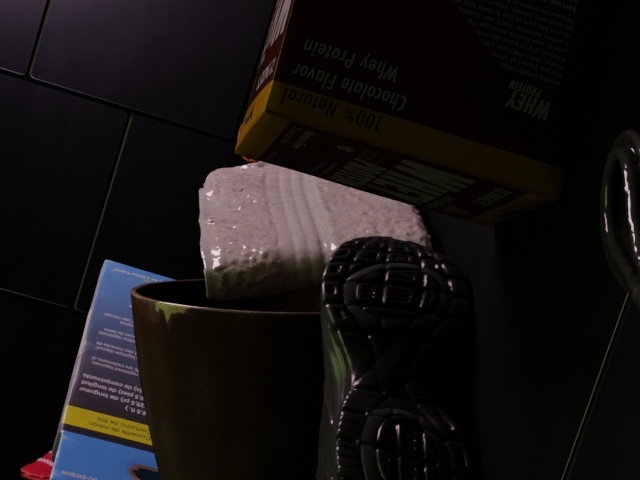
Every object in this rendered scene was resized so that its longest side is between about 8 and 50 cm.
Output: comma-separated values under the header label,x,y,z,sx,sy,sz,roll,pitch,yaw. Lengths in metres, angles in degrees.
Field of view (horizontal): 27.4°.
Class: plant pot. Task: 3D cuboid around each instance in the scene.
label,x,y,z,sx,sy,sz,roll,pitch,yaw
plant pot,-0.055,0.158,1.101,0.215,0.215,0.231,-147,60,-80

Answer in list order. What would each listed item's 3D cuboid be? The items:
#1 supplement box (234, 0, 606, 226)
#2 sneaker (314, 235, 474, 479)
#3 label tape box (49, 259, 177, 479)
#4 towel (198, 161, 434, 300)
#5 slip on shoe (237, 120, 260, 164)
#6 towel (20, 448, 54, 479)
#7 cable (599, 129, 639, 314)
label,x,y,z,sx,sy,sz,roll,pitch,yaw
supplement box,0.066,-0.132,0.849,0.129,0.191,0.194,150,135,-76
sneaker,0.037,0.112,0.890,0.286,0.109,0.130,-81,6,-48
label tape box,-0.153,0.191,1.394,0.334,0.240,0.106,-86,16,-52
towel,-0.010,-0.023,1.136,0.282,0.187,0.049,-105,8,-70
slip on shoe,-0.056,-0.137,1.820,0.331,0.101,0.123,-157,86,-79
towel,-0.207,0.222,1.582,0.198,0.031,0.275,-1,27,44
cable,0.163,0.028,0.530,0.287,0.072,0.140,-60,-29,-79
